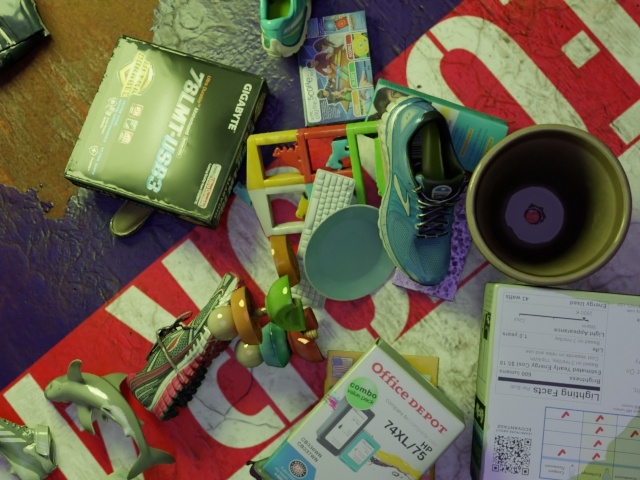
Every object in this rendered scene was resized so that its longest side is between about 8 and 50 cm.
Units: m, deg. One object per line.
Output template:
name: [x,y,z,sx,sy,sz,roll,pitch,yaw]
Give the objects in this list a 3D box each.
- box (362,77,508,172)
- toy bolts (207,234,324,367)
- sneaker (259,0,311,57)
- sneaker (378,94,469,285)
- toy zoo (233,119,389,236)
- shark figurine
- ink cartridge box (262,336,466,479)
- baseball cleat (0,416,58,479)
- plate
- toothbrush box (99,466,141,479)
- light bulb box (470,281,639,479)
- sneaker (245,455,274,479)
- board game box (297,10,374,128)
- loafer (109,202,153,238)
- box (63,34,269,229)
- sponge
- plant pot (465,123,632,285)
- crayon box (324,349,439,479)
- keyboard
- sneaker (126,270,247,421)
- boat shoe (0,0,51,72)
box: [0.203,-0.201,1.740,0.244,0.060,0.101,18,109,0]
toy bolts: [-0.104,0.127,1.730,0.158,0.228,0.218,-16,45,7]
sneaker: [-0.058,-0.468,1.768,0.107,0.110,0.275,-1,67,13]
sneaker: [0.174,-0.074,1.655,0.129,0.147,0.330,-12,107,-14]
toy zoo: [-0.015,-0.108,1.756,0.293,0.030,0.192,-5,113,9]
shark figurine: [-0.374,0.298,1.792,0.278,0.116,0.166,34,125,14]
ink cartridge box: [0.077,0.325,1.604,0.198,0.197,0.270,42,92,6]
baseball cleat: [-0.573,0.361,1.831,0.109,0.072,0.206,-39,88,-11]
plate: [0.054,0.020,1.752,0.188,0.024,0.188,-9,116,-19]
toothbrush box: [-0.292,0.544,1.709,0.295,0.216,0.126,31,90,8]
light bulb box: [0.444,0.263,1.637,0.357,0.225,0.361,5,89,6]
sneaker: [-0.071,0.499,1.768,0.098,0.083,0.224,-16,81,26]
board game box: [0.028,-0.315,1.805,0.136,0.035,0.201,-6,87,6]
loafer: [-0.340,-0.063,1.825,0.148,0.050,0.056,-44,81,1]
box: [-0.279,-0.200,1.788,0.293,0.073,0.296,18,79,11]
sponge: [0.216,-0.002,1.771,0.117,0.031,0.210,18,89,7]
plant pot: [0.373,-0.047,1.654,0.263,0.229,0.263,0,85,5]
crayon box: [0.105,0.360,1.740,0.203,0.083,0.323,3,88,6]
keyboard: [0.000,0.000,1.762,0.072,0.014,0.256,15,109,3]
sneaker: [-0.240,0.180,1.769,0.112,0.121,0.299,36,89,15]
boat shoe: [-0.650,-0.487,1.854,0.158,0.127,0.341,-30,92,-2]
